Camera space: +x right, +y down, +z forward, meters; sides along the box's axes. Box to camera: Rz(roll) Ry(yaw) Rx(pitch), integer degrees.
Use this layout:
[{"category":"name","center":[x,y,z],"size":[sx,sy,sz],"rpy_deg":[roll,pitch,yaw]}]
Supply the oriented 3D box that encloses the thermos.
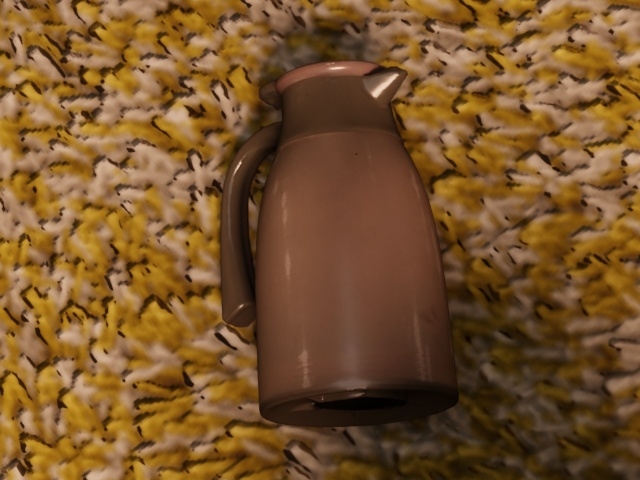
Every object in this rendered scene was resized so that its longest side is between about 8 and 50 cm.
[{"category":"thermos","center":[0.000,0.000,1.045],"size":[0.137,0.105,0.193],"rpy_deg":[-17,71,38]}]
